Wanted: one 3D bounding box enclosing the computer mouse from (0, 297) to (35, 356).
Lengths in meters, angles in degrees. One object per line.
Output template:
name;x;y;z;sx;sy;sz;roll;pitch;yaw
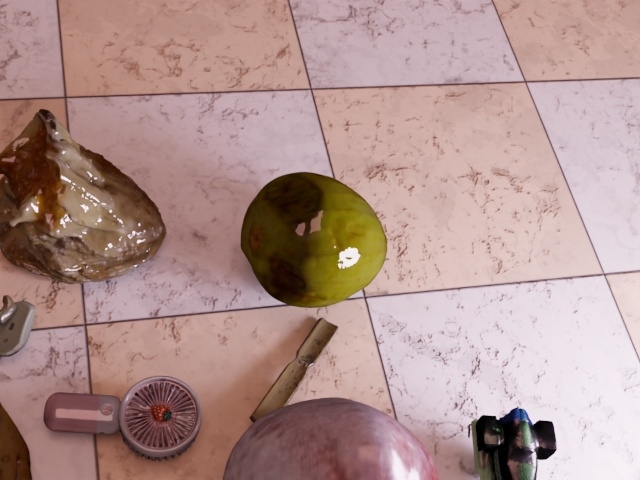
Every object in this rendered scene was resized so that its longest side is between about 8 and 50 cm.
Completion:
computer mouse;-0.502;0.146;1.520;0.055;0.032;0.110;6;57;11

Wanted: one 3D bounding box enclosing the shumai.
shumai;-0.408;-0.088;1.558;0.314;0.262;0.267;17;57;-3

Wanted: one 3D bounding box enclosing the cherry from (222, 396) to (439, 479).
cherry;0.010;0.361;1.342;0.326;0.335;0.291;5;71;18

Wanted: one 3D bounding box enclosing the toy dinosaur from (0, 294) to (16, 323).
toy dinosaur;-0.628;0.095;1.470;0.294;0.077;0.162;34;39;1

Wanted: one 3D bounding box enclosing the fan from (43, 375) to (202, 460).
fan;-0.310;0.278;1.456;0.244;0.074;0.130;5;58;-9

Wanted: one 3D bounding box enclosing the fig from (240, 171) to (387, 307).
fig;0.000;0.000;1.617;0.271;0.239;0.239;3;54;-40

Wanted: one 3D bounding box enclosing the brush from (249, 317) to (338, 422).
brush;-0.044;0.226;1.576;0.043;0.036;0.248;33;50;4

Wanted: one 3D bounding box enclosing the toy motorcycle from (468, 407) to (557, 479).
toy motorcycle;0.306;0.425;1.428;0.125;0.196;0.331;7;58;-8

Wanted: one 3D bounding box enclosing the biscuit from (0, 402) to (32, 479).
biscuit;-0.506;0.321;1.255;0.046;0.359;0.359;-22;59;16
